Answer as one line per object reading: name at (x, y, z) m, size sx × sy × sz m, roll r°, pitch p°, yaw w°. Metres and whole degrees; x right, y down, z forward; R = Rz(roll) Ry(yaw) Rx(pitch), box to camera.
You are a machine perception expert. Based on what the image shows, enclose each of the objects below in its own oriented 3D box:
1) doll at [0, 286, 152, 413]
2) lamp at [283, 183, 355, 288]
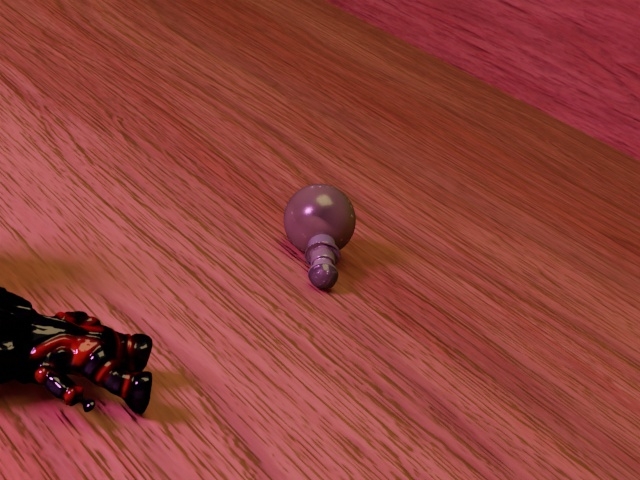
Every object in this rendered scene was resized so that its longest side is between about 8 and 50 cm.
doll at (-0.263, 0.086, 0.957) m, size 0.248 × 0.088 × 0.127 m, roll 18°, pitch -2°, yaw -24°
lamp at (0.000, 0.000, 1.384) m, size 0.091 × 0.091 × 0.163 m, roll 13°, pitch 36°, yaw -11°
